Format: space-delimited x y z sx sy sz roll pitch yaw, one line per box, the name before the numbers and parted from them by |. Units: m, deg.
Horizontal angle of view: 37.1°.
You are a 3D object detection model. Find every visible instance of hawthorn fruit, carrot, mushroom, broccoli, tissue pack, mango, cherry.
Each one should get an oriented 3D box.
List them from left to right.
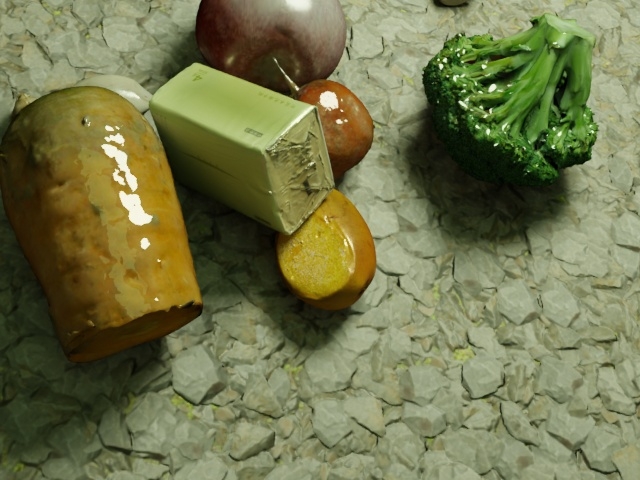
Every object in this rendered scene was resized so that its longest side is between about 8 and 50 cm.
mushroom | -0.348 -0.194 1.397 0.213 0.088 0.097 -11 55 -12
carrot | -0.286 -0.026 1.245 0.224 0.224 0.340 -17 74 -21
tissue pack | -0.109 -0.130 1.327 0.234 0.159 0.125 26 57 33
cherry | -0.076 -0.349 1.478 0.239 0.206 0.239 0 67 0
hawthorn fruit | -0.001 -0.169 1.414 0.149 0.189 0.149 -14 57 23
mango | 0.001 0.003 1.364 0.141 0.102 0.217 -24 62 3
broccoli | 0.299 -0.225 1.470 0.308 0.275 0.308 18 32 -12

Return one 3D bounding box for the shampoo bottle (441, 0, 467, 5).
shampoo bottle | 0.226 -0.550 1.721 0.078 0.127 0.256 20 54 -55
